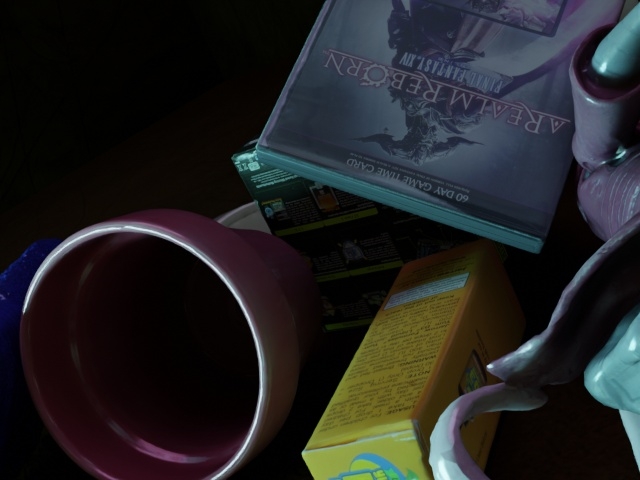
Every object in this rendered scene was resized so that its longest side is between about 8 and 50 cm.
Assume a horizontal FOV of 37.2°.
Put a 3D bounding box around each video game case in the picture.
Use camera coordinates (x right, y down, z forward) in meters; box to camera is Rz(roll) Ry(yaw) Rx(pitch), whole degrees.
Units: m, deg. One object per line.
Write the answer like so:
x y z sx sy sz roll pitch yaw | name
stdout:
0.098 -0.141 0.658 0.196 0.026 0.274 19 67 11 | video game case

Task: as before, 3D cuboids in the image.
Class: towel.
-0.265 0.144 0.753 0.308 0.076 0.228 -91 24 -70 | towel

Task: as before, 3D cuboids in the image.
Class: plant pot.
-0.091 0.069 0.721 0.201 0.201 0.180 -18 2 24 | plant pot

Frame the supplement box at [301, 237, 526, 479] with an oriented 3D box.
0.069 0.085 0.596 0.080 0.078 0.233 -18 17 25 | supplement box

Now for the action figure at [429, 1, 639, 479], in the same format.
0.217 0.007 0.522 0.276 0.248 0.370 -50 11 16 | action figure

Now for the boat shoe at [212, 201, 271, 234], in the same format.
-0.128 0.049 0.952 0.091 0.109 0.305 -1 32 45 | boat shoe

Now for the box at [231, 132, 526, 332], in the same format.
0.044 -0.019 0.771 0.190 0.184 0.045 -14 25 38 | box

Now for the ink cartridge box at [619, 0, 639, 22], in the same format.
0.354 -0.418 1.527 0.121 0.211 0.289 -28 17 -16 | ink cartridge box
